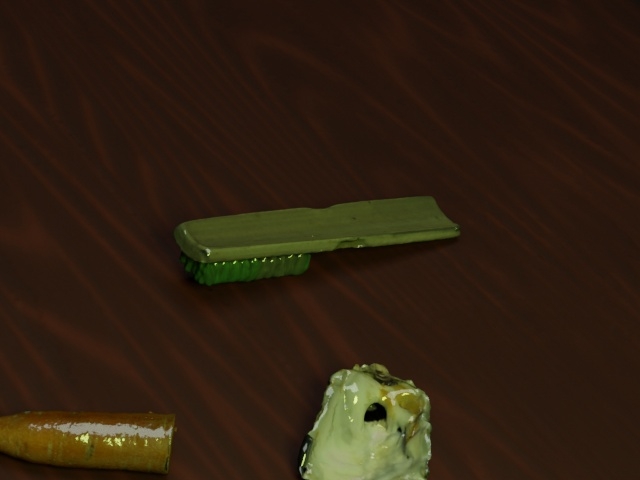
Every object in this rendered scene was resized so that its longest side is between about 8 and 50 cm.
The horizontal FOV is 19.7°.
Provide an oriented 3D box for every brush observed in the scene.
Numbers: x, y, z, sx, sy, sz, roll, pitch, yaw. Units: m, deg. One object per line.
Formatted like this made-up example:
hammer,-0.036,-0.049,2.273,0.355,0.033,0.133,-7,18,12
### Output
brush,0.000,0.000,1.578,0.282,0.048,0.054,-8,43,-37

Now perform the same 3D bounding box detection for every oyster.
oyster,0.033,0.145,1.389,0.121,0.045,0.146,-8,48,-30

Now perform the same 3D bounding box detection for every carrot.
carrot,-0.175,0.146,1.331,0.139,0.048,0.048,3,37,-8
